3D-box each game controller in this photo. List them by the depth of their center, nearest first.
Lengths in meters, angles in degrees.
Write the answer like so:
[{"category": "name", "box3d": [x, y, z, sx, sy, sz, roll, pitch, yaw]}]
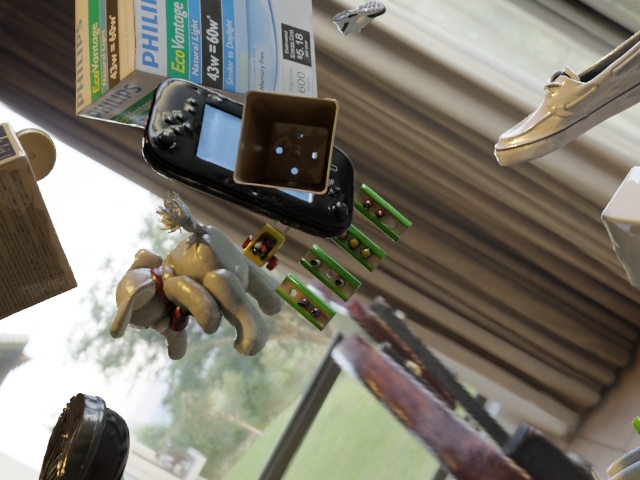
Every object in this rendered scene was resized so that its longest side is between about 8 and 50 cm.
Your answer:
[{"category": "game controller", "box3d": [-0.093, -0.115, 1.278, 0.067, 0.319, 0.166, -38, 37, 52]}]

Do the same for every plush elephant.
[{"category": "plush elephant", "box3d": [-0.262, 0.107, 1.699, 0.255, 0.330, 0.272, -37, 15, 15]}]

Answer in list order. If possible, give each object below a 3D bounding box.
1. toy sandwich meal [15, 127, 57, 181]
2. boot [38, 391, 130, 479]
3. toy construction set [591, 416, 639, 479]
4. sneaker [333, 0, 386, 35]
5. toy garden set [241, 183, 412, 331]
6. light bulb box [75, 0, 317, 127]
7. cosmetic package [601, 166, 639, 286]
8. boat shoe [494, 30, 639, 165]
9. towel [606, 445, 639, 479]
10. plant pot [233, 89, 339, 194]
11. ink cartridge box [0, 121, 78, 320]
[{"category": "toy sandwich meal", "box3d": [-0.410, -0.119, 1.274, 0.029, 0.085, 0.086, 16, 73, 48]}, {"category": "boot", "box3d": [-0.200, 0.321, 1.065, 0.131, 0.260, 0.348, -102, 28, -49]}, {"category": "toy construction set", "box3d": [0.457, 0.350, 1.264, 0.257, 0.309, 0.237, -42, 49, 18]}, {"category": "sneaker", "box3d": [0.081, -0.430, 1.774, 0.109, 0.044, 0.040, -10, 39, 30]}, {"category": "toy garden set", "box3d": [0.000, 0.000, 1.568, 0.244, 0.204, 0.049, -51, -8, 6]}, {"category": "light bulb box", "box3d": [-0.219, -0.383, 1.601, 0.225, 0.361, 0.358, -19, 70, 49]}, {"category": "cosmetic package", "box3d": [0.816, 0.002, 1.799, 0.453, 0.230, 0.161, 12, 56, 47]}, {"category": "boat shoe", "box3d": [0.336, -0.192, 1.210, 0.258, 0.084, 0.095, -31, 16, 11]}, {"category": "towel", "box3d": [0.824, 0.507, 1.887, 0.374, 0.320, 0.090, -46, 13, 36]}, {"category": "plant pot", "box3d": [-0.034, -0.111, 1.083, 0.096, 0.109, 0.109, 13, -95, -83]}, {"category": "ink cartridge box", "box3d": [-0.426, -0.004, 1.117, 0.193, 0.088, 0.235, -23, -41, -17]}]
